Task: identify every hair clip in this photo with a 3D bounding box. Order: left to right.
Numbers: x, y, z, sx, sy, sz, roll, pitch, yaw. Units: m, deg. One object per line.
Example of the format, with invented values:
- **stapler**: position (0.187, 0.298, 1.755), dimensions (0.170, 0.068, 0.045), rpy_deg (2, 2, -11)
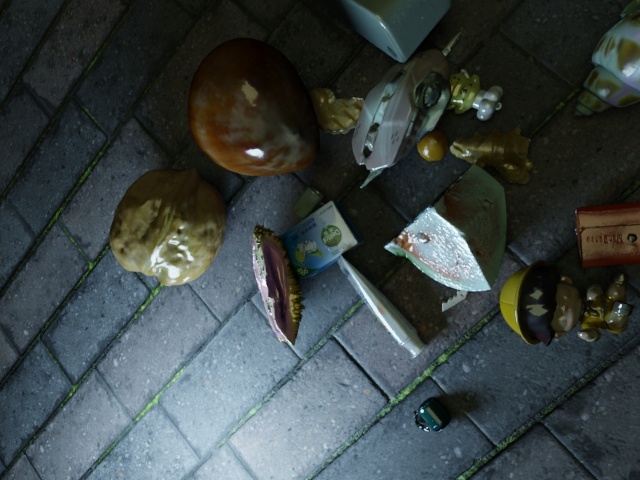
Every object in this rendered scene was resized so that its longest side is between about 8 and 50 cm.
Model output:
- **hair clip**: position (0.381, 0.094, 1.153), dimensions (0.072, 0.034, 0.225), rpy_deg (29, 101, 17)

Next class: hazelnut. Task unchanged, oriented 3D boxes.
- **hazelnut**: position (-0.166, -0.323, 1.176), dimensions (0.366, 0.366, 0.365), rpy_deg (0, 90, 20)

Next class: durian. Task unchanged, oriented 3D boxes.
- **durian**: position (-0.116, 0.114, 1.271), dimensions (0.113, 0.191, 0.340), rpy_deg (-17, 91, -10)

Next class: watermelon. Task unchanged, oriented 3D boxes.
- **watermelon**: position (0.300, -0.005, 1.070), dimensions (0.320, 0.214, 0.289), rpy_deg (-32, 60, 21)

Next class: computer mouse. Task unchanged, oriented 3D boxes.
- **computer mouse**: position (0.178, -0.315, 1.149), dimensions (0.199, 0.115, 0.388), rpy_deg (38, 100, 42)

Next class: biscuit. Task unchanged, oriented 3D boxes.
- **biscuit**: position (0.038, -0.352, 1.264), dimensions (0.183, 0.061, 0.118), rpy_deg (25, 100, 21)

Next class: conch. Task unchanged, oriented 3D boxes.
- **conch**: position (0.706, -0.410, 0.950), dimensions (0.368, 0.197, 0.249), rpy_deg (-21, 47, 24)

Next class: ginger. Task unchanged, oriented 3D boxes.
- **ginger**: position (0.426, -0.220, 1.110), dimensions (0.206, 0.081, 0.115), rpy_deg (25, 130, 10)

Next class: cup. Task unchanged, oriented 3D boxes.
- **cup**: position (-0.029, -0.104, 1.301), dimensions (0.083, 0.075, 0.054), rpy_deg (-50, 38, 17)

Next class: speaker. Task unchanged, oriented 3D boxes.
- **speaker**: position (0.125, -0.629, 1.125), dimensions (0.184, 0.183, 0.406), rpy_deg (-46, 56, 11)
- **speaker**: position (0.280, 0.457, 1.178), dimensions (0.094, 0.060, 0.075), rpy_deg (-44, 75, 15)

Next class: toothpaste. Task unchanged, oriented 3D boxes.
- **toothpaste**: position (0.154, 0.168, 1.214), dimensions (0.066, 0.100, 0.323), rpy_deg (-39, 79, -11)

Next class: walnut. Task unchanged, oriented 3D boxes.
- **walnut**: position (-0.426, -0.051, 1.317), dimensions (0.306, 0.306, 0.343), rpy_deg (26, 101, 18)

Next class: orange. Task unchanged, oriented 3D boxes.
- **orange**: position (0.286, -0.243, 1.164), dimensions (0.085, 0.085, 0.084), rpy_deg (0, 90, 20)

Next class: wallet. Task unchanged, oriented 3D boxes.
- **wallet**: position (0.694, -0.015, 1.031), dimensions (0.205, 0.045, 0.142), rpy_deg (-5, 89, 21)

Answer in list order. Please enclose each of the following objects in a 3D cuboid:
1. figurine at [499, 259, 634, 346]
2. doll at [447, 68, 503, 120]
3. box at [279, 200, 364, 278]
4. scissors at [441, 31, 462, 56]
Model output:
- **figurine**: position (0.539, 0.147, 1.024), dimensions (0.257, 0.167, 0.192), rpy_deg (9, 72, 21)
- **doll**: position (0.373, -0.361, 1.138), dimensions (0.163, 0.062, 0.106), rpy_deg (28, 104, 17)
- **box**: position (0.000, 0.000, 1.272), dimensions (0.194, 0.073, 0.139), rpy_deg (-34, 79, 17)
- **scissors**: position (0.323, -0.484, 1.181), dimensions (0.058, 0.014, 0.119), rpy_deg (44, 107, 10)
